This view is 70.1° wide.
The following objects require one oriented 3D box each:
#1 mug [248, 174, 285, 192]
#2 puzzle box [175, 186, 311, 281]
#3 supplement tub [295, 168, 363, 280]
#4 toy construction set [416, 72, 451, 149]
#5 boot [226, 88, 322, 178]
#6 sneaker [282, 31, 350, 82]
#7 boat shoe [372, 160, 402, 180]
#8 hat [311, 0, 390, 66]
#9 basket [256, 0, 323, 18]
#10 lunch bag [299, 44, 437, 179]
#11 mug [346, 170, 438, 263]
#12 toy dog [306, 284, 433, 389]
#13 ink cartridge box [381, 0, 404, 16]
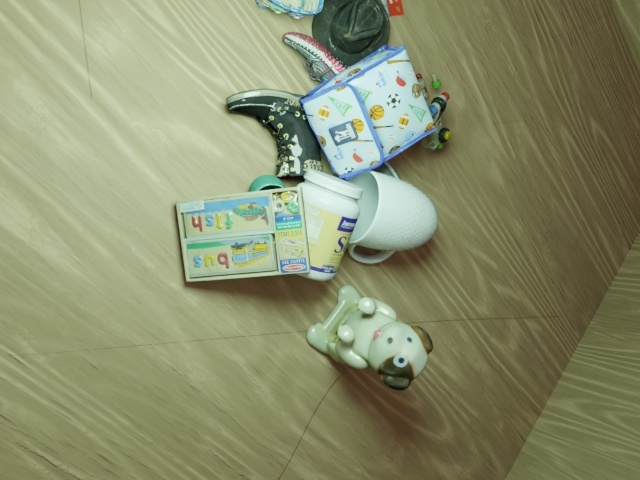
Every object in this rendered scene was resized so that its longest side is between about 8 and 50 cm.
[{"bbox_3d":[-0.188,-0.150,1.579,0.129,0.097,0.157,15,119,-30],"label":"mug"},{"bbox_3d":[-0.245,-0.016,1.451,0.409,0.052,0.272,-6,96,8],"label":"puzzle box"},{"bbox_3d":[-0.007,-0.055,1.562,0.241,0.241,0.331,14,104,-29],"label":"supplement tub"},{"bbox_3d":[0.435,-0.514,1.893,0.237,0.257,0.309,55,43,-39],"label":"toy construction set"},{"bbox_3d":[-0.138,-0.361,1.586,0.377,0.138,0.284,-4,93,-38],"label":"boot"},{"bbox_3d":[-0.013,-0.648,1.664,0.299,0.121,0.112,33,118,-16],"label":"sneaker"},{"bbox_3d":[0.249,-0.273,1.848,0.099,0.116,0.319,-33,120,17],"label":"boat shoe"},{"bbox_3d":[0.142,-0.798,1.701,0.331,0.134,0.331,-5,103,-20],"label":"hat"},{"bbox_3d":[-0.075,-0.864,1.513,0.255,0.289,0.201,-1,92,-29],"label":"basket"},{"bbox_3d":[0.159,-0.436,1.582,0.385,0.239,0.328,-30,114,-2],"label":"lunch bag"},{"bbox_3d":[0.244,-0.059,1.738,0.328,0.276,0.374,12,125,-30],"label":"mug"},{"bbox_3d":[0.199,0.383,1.644,0.284,0.408,0.395,-41,110,-22],"label":"toy dog"},{"bbox_3d":[0.244,-0.999,1.828,0.232,0.066,0.189,-19,101,-24],"label":"ink cartridge box"}]
